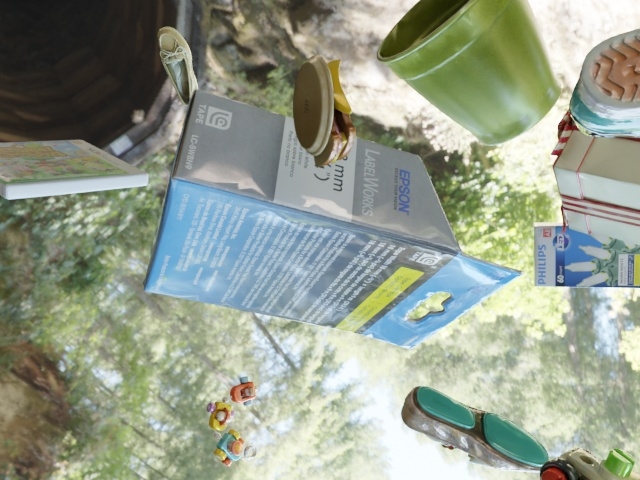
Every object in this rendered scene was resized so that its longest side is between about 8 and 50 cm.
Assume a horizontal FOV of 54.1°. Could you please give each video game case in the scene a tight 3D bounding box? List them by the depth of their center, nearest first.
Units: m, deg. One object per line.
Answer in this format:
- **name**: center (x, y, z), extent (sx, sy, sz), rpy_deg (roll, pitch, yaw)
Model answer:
- **video game case**: center (-0.397, -0.110, 0.920), extent (0.193, 0.023, 0.212), rpy_deg (26, -155, 35)

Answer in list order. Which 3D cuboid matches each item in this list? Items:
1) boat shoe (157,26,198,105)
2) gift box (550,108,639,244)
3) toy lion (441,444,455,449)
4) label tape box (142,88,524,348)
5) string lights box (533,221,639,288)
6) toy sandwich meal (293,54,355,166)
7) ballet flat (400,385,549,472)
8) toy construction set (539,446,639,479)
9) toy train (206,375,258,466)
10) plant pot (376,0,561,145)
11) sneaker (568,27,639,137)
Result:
- **boat shoe**: center (-0.283, -0.344, 1.244), extent (0.056, 0.153, 0.048), rpy_deg (-7, -143, 4)
- **gift box**: center (0.569, -0.132, 1.160), extent (0.258, 0.255, 0.276), rpy_deg (22, -112, 38)
- **toy lion**: center (0.300, 0.414, 1.381), extent (0.096, 0.034, 0.100), rpy_deg (9, -83, 30)
- **label tape box**: center (0.000, 0.000, 0.663), extent (0.241, 0.333, 0.106), rpy_deg (128, -28, -56)
- **string lights box**: center (0.585, 0.029, 1.321), extent (0.259, 0.134, 0.076), rpy_deg (-1, -172, 17)
- **toy sandwich meal**: center (0.003, -0.103, 0.492), extent (0.029, 0.086, 0.086), rpy_deg (-3, -144, -21)
- **ballet flat**: center (0.305, 0.394, 1.276), extent (0.315, 0.106, 0.108), rpy_deg (28, -143, 0)
- **toy construction set**: center (0.352, 0.372, 0.736), extent (0.215, 0.151, 0.328), rpy_deg (32, -80, 44)
- **toy train**: center (-0.159, 0.358, 1.238), extent (0.046, 0.125, 0.167), rpy_deg (-11, -97, 47)
- **plant pot**: center (0.386, -0.430, 1.514), extent (0.366, 0.353, 0.367), rpy_deg (-38, -158, 18)
- **sneaker**: center (0.408, -0.168, 0.635), extent (0.301, 0.121, 0.108), rpy_deg (-6, -103, 9)
